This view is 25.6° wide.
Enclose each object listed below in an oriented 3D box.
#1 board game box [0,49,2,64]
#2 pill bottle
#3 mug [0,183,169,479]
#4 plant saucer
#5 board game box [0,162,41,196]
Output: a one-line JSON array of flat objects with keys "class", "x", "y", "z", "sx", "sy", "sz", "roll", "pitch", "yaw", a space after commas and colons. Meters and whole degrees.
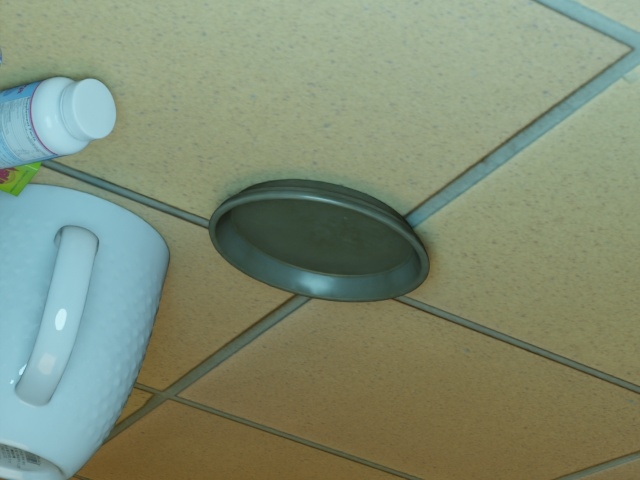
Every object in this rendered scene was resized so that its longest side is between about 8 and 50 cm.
[{"class": "board game box", "x": -0.431, "y": -0.208, "z": 1.518, "sx": 0.168, "sy": 0.033, "sz": 0.133, "roll": 3, "pitch": 153, "yaw": 16}, {"class": "pill bottle", "x": -0.306, "y": -0.132, "z": 1.555, "sx": 0.160, "sy": 0.087, "sz": 0.087, "roll": -8, "pitch": 147, "yaw": 34}, {"class": "mug", "x": -0.349, "y": 0.117, "z": 1.794, "sx": 0.276, "sy": 0.328, "sz": 0.374, "roll": 18, "pitch": 153, "yaw": -13}, {"class": "plant saucer", "x": 0.000, "y": 0.000, "z": 1.743, "sx": 0.277, "sy": 0.041, "sz": 0.278, "roll": 10, "pitch": 153, "yaw": 5}, {"class": "board game box", "x": -0.429, "y": -0.118, "z": 1.683, "sx": 0.181, "sy": 0.043, "sz": 0.092, "roll": 22, "pitch": 152, "yaw": -20}]
